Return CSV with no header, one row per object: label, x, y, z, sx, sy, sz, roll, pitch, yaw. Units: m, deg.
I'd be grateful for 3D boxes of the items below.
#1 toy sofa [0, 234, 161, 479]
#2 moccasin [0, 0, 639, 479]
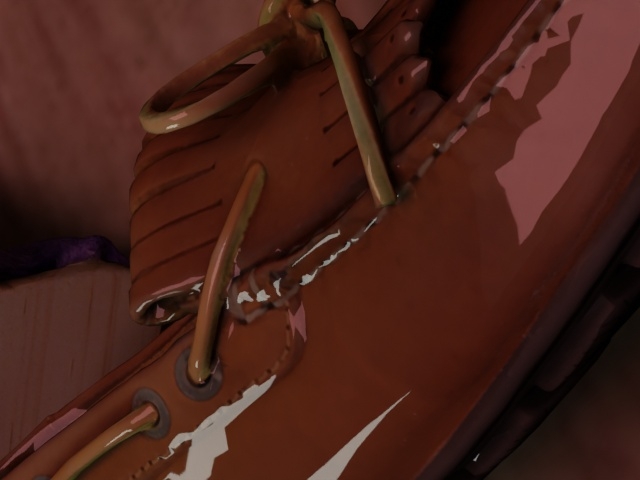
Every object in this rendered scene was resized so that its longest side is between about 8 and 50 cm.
toy sofa,-0.181,0.151,0.705,0.150,0.177,0.362,-156,72,-63
moccasin,0.001,-0.001,0.530,0.147,0.139,0.380,42,128,4
